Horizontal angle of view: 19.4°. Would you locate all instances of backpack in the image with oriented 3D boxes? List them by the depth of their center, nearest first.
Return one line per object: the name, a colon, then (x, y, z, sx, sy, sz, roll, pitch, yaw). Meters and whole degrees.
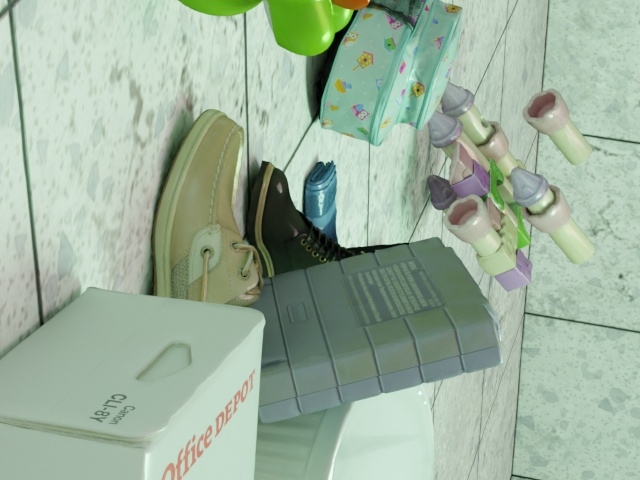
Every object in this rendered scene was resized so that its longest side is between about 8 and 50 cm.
backpack: (0.076, -0.201, 2.135, 0.188, 0.144, 0.166, -56, 169, -35)

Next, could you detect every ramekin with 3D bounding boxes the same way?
ramekin: (0.003, 0.240, 1.816, 0.273, 0.127, 0.273, -29, 123, -59)

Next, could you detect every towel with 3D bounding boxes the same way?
towel: (0.001, -0.029, 2.190, 0.067, 0.029, 0.119, -59, 155, -56)

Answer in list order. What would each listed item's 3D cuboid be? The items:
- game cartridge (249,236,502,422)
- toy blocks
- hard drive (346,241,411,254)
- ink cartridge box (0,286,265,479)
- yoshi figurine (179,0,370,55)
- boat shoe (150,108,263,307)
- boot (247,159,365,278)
game cartridge: (0.042, 0.080, 1.784, 0.355, 0.230, 0.068, -107, -172, -77)
toy blocks: (0.215, -0.088, 2.754, 0.260, 0.309, 0.289, 47, 32, -32)
hard drive: (0.030, 0.176, 2.194, 0.237, 0.064, 0.339, -6, 106, -50)
ink cartridge box: (-0.162, 0.259, 1.417, 0.279, 0.160, 0.385, -48, 145, -67)
yoshi figurine: (-0.085, -0.306, 1.454, 0.203, 0.203, 0.362, 48, -21, 54)
boat shoe: (-0.097, 0.035, 1.672, 0.109, 0.098, 0.302, 34, 66, -75)
boot: (0.000, 0.000, 1.971, 0.198, 0.137, 0.077, 82, 22, -50)
